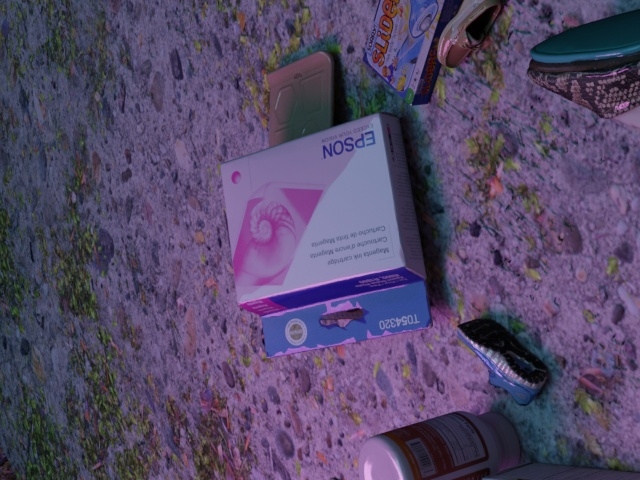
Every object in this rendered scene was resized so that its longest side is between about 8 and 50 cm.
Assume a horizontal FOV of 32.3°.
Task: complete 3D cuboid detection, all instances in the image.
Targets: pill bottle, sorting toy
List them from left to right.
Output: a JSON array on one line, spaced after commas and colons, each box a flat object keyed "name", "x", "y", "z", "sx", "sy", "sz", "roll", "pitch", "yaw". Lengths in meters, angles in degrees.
[{"name": "sorting toy", "x": -0.029, "y": -0.198, "z": 1.863, "sx": 0.193, "sy": 0.038, "sz": 0.208, "roll": -11, "pitch": 80, "yaw": 56}, {"name": "pill bottle", "x": 0.170, "y": 0.309, "z": 1.552, "sx": 0.121, "sy": 0.216, "sz": 0.121, "roll": 21, "pitch": 116, "yaw": 54}]

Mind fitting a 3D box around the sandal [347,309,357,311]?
[{"name": "sandal", "x": 0.021, "y": 0.009, "z": 1.781, "sx": 0.090, "sy": 0.060, "sz": 0.219, "roll": 11, "pitch": 111, "yaw": 54}]

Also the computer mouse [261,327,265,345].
[{"name": "computer mouse", "x": -0.085, "y": 0.093, "z": 1.980, "sx": 0.071, "sy": 0.041, "sz": 0.242, "roll": 41, "pitch": 131, "yaw": 42}]

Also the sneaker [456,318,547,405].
[{"name": "sneaker", "x": 0.243, "y": 0.172, "z": 1.545, "sx": 0.162, "sy": 0.063, "sz": 0.073, "roll": 46, "pitch": 138, "yaw": 42}]

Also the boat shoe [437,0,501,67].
[{"name": "boat shoe", "x": 0.200, "y": -0.281, "z": 1.490, "sx": 0.045, "sy": 0.050, "sz": 0.135, "roll": 63, "pitch": 145, "yaw": 34}]

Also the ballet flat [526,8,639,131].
[{"name": "ballet flat", "x": 0.408, "y": -0.187, "z": 1.115, "sx": 0.482, "sy": 0.164, "sz": 0.182, "roll": -18, "pitch": 104, "yaw": 56}]

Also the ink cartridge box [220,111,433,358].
[{"name": "ink cartridge box", "x": 0.000, "y": 0.000, "z": 1.723, "sx": 0.324, "sy": 0.071, "sz": 0.330, "roll": -15, "pitch": 78, "yaw": 34}]

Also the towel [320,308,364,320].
[{"name": "towel", "x": 0.022, "y": 0.002, "z": 1.870, "sx": 0.370, "sy": 0.040, "sz": 0.272, "roll": -6, "pitch": 95, "yaw": 56}]

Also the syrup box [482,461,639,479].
[{"name": "syrup box", "x": 0.324, "y": 0.351, "z": 1.436, "sx": 0.237, "sy": 0.096, "sz": 0.093, "roll": -11, "pitch": 89, "yaw": 57}]

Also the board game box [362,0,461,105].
[{"name": "board game box", "x": 0.133, "y": -0.316, "z": 1.600, "sx": 0.136, "sy": 0.035, "sz": 0.201, "roll": 49, "pitch": 137, "yaw": 39}]
